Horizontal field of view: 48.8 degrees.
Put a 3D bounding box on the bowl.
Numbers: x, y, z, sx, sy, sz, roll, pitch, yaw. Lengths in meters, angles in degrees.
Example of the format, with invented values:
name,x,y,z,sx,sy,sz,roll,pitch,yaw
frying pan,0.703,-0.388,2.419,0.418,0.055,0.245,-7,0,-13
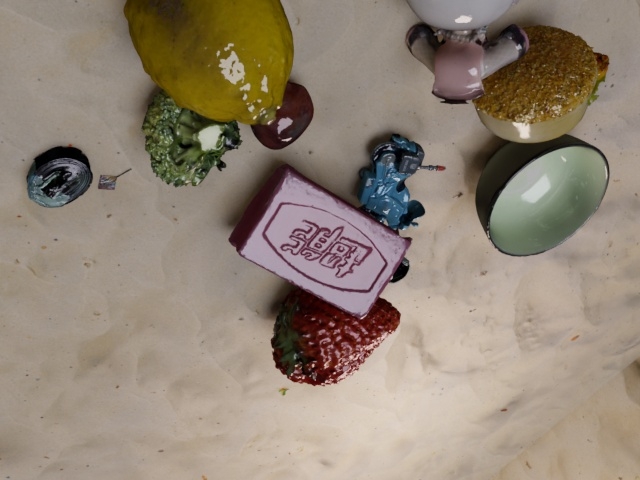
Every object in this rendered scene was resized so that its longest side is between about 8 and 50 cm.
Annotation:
name,x,y,z,sx,sy,sz,roll,pitch,yaw
bowl,0.547,-0.147,1.846,0.354,0.185,0.353,-14,132,-16

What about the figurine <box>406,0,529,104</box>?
name,x,y,z,sx,sy,sz,roll,pitch,yaw
figurine,0.288,-0.476,1.393,0.253,0.211,0.361,-4,132,10

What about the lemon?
name,x,y,z,sx,sy,sz,roll,pitch,yaw
lemon,-0.183,-0.356,1.221,0.285,0.285,0.316,-41,115,10

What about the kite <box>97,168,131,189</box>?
name,x,y,z,sx,sy,sz,roll,pitch,yaw
kite,-0.436,-0.127,1.498,0.078,0.002,0.044,-15,133,-15

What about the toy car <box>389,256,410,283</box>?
name,x,y,z,sx,sy,sz,roll,pitch,yaw
toy car,0.166,0.057,1.919,0.095,0.056,0.205,-46,136,15

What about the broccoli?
name,x,y,z,sx,sy,sz,roll,pitch,yaw
broccoli,-0.240,-0.227,1.394,0.227,0.176,0.198,-22,133,12

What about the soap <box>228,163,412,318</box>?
name,x,y,z,sx,sy,sz,roll,pitch,yaw
soap,0.000,0.000,1.646,0.360,0.128,0.232,29,96,-21

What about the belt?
name,x,y,z,sx,sy,sz,roll,pitch,yaw
belt,-0.525,-0.126,1.414,0.140,0.058,0.105,-37,131,7

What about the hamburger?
name,x,y,z,sx,sy,sz,roll,pitch,yaw
hamburger,0.474,-0.359,1.575,0.294,0.276,0.179,-36,143,-14

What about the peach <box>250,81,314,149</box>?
name,x,y,z,sx,sy,sz,roll,pitch,yaw
peach,-0.092,-0.259,1.460,0.152,0.152,0.152,-14,132,-16

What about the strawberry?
name,x,y,z,sx,sy,sz,roll,pitch,yaw
strawberry,0.044,0.241,1.889,0.352,0.267,0.312,-13,155,-29

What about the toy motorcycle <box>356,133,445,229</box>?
name,x,y,z,sx,sy,sz,roll,pitch,yaw
toy motorcycle,0.185,-0.129,1.729,0.182,0.123,0.272,4,126,-17
